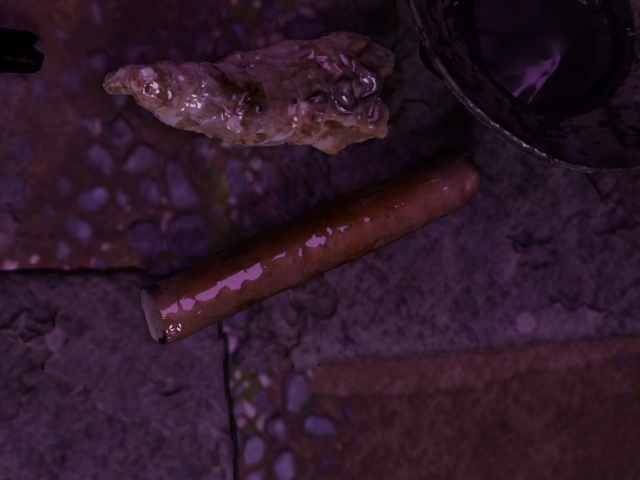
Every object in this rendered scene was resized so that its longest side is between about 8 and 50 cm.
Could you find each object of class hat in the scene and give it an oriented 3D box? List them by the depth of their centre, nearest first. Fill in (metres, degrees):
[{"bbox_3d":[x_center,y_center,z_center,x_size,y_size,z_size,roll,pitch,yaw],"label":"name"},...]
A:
[{"bbox_3d":[0.145,-0.148,1.122,0.266,0.128,0.265,8,68,-21],"label":"hat"}]

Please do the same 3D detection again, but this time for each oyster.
[{"bbox_3d":[-0.036,-0.096,1.086,0.200,0.061,0.106,-22,94,-20],"label":"oyster"}]

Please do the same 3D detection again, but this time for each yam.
[{"bbox_3d":[0.000,0.000,1.099,0.264,0.046,0.046,-25,94,-19],"label":"yam"}]

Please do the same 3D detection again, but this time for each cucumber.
[{"bbox_3d":[-0.244,-0.124,1.028,0.135,0.034,0.033,-5,82,-20],"label":"cucumber"}]
